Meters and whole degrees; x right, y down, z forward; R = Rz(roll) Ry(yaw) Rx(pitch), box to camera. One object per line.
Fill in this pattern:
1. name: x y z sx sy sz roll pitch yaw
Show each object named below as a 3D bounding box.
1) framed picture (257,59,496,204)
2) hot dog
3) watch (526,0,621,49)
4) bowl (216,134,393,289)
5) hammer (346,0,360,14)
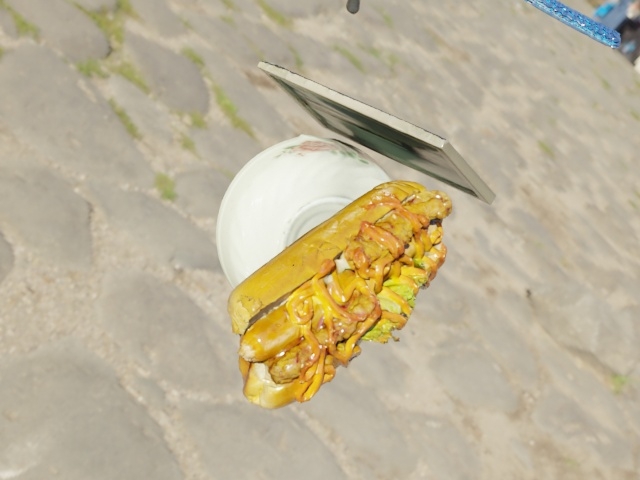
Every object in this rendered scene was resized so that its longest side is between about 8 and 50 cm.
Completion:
1. framed picture: 0.074 -0.140 1.407 0.289 0.016 0.213 28 -3 29
2. hot dog: 0.037 0.053 1.214 0.117 0.158 0.349 14 35 39
3. watch: 0.294 -0.412 1.512 0.274 0.276 0.068 2 18 3
4. bowl: 0.000 0.000 1.475 0.277 0.277 0.145 37 2 -15
5. hammer: 0.055 -0.383 1.293 0.029 0.246 0.103 5 33 -5
